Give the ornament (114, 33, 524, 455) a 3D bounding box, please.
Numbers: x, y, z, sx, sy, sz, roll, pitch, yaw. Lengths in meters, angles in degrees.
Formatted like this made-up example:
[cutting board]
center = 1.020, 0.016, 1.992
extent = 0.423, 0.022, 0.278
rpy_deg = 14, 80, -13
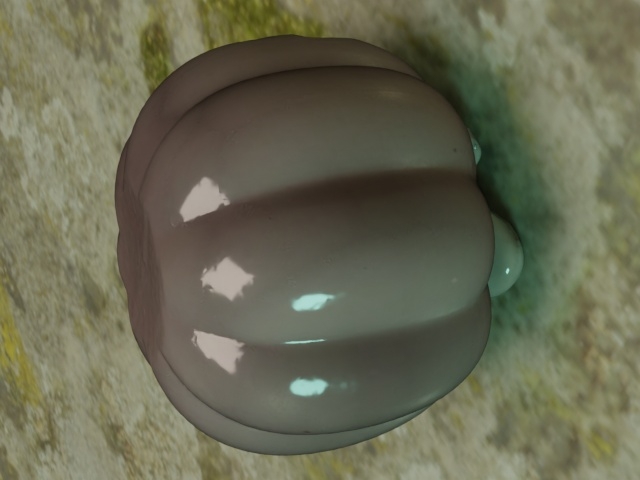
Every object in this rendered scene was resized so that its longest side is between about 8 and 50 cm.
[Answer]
[ornament]
center = 0.000, 0.000, 0.744
extent = 0.177, 0.177, 0.177
rpy_deg = 33, 132, 47
